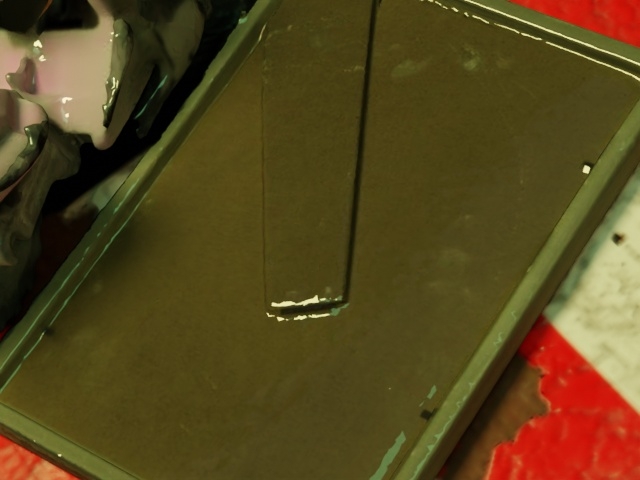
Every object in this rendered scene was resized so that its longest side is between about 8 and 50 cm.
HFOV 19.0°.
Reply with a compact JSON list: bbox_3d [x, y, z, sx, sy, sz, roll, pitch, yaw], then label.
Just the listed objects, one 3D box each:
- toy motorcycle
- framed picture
[{"bbox_3d":[-0.159,-0.121,0.943,0.143,0.188,0.327,4,61,29],"label":"toy motorcycle"},{"bbox_3d":[0.000,0.000,0.918,0.232,0.024,0.315,25,71,29],"label":"framed picture"}]
